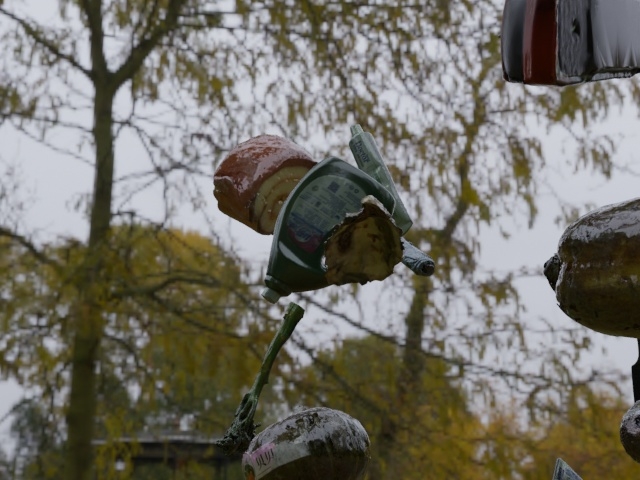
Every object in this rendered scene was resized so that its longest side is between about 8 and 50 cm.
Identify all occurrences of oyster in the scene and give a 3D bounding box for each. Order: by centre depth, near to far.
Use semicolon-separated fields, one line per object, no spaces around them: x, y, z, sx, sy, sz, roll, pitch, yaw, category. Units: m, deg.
0.054;-0.001;1.140;0.103;0.051;0.148;4;-37;-14;oyster

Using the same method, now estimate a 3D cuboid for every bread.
-0.110;-0.110;1.902;0.123;0.190;0.244;25;24;28;bread

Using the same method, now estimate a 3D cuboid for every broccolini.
-0.081;0.217;1.438;0.058;0.254;0.071;33;-10;-16;broccolini

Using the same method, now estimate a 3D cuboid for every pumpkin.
-0.029;0.413;1.837;0.260;0.189;0.260;-14;-23;-6;pumpkin

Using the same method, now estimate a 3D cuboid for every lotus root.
0.450;0.036;1.255;0.179;0.195;0.397;24;-15;-23;lotus root

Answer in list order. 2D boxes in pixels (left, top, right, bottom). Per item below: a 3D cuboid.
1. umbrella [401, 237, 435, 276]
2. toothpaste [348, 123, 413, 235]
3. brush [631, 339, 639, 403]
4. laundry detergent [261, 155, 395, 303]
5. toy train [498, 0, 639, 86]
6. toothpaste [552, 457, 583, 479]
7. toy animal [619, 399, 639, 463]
0.178;0.023;2.130;0.053;0.052;0.250;-22;28;-20;umbrella
0.091;-0.096;1.499;0.041;0.218;0.064;1;-34;-38;toothpaste
0.578;0.218;1.683;0.016;0.193;0.063;-2;-5;-26;brush
0.000;0.000;1.243;0.137;0.210;0.063;33;-16;4;laundry detergent
0.261;-0.201;0.923;0.089;0.086;0.409;6;15;31;toy train
0.407;0.398;1.397;0.197;0.057;0.035;42;-43;-18;toothpaste
0.437;0.254;1.236;0.098;0.098;0.137;-3;-15;8;toy animal
